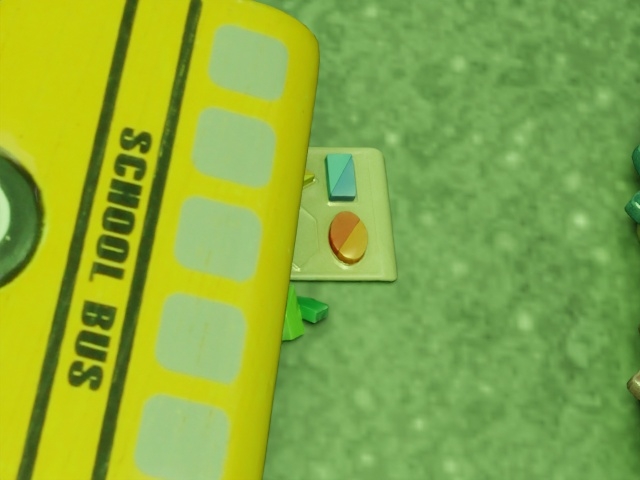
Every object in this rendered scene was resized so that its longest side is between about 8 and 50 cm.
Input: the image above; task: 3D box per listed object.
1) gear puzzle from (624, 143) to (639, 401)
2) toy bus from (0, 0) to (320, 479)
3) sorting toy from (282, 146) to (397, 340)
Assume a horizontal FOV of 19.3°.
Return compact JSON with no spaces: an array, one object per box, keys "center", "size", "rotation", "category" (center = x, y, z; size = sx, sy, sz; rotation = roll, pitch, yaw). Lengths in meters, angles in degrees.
[{"center":[0.275,0.047,0.755],"size":[0.339,0.044,0.175],"rotation":[12,59,-14],"category":"gear puzzle"},{"center":[-0.089,0.079,0.569],"size":[0.130,0.108,0.333],"rotation":[13,61,-11],"category":"toy bus"},{"center":[0.000,0.000,0.709],"size":[0.062,0.012,0.083],"rotation":[2,63,-16],"category":"sorting toy"}]
